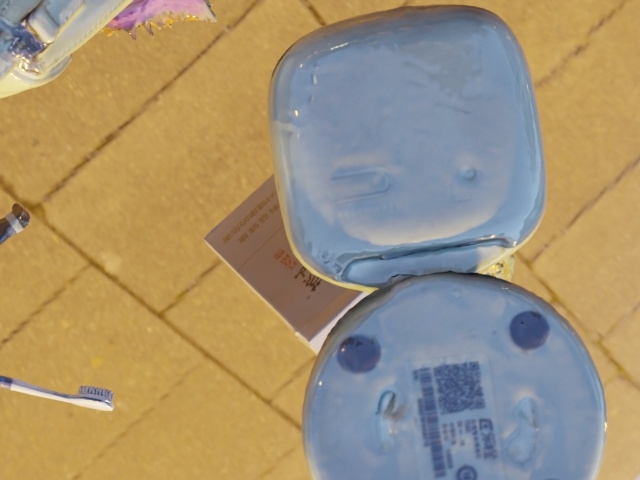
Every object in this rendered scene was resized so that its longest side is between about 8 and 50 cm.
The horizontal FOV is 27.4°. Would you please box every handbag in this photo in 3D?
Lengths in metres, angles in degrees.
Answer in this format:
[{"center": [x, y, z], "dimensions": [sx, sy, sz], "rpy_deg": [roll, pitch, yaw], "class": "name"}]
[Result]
[{"center": [-0.227, -0.110, 0.764], "dimensions": [0.079, 0.256, 0.219], "rpy_deg": [54, 49, -26], "class": "handbag"}]

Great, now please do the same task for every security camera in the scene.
[{"center": [0.057, 0.024, 0.702], "dimensions": [0.157, 0.080, 0.301], "rpy_deg": [-9, 84, -2], "class": "security camera"}]

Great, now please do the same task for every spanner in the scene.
[{"center": [-0.524, 0.060, 1.925], "dimensions": [0.024, 0.087, 0.315], "rpy_deg": [64, 36, -39], "class": "spanner"}]

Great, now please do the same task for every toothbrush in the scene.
[{"center": [-0.384, 0.163, 1.542], "dimensions": [0.288, 0.026, 0.024], "rpy_deg": [11, 135, -11], "class": "toothbrush"}]

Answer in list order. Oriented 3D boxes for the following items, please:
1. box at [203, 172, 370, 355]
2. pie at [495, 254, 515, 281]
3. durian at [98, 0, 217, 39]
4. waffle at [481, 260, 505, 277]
[{"center": [0.001, 0.001, 1.571], "dimensions": [0.204, 0.365, 0.051], "rpy_deg": [-43, 119, -5], "class": "box"}, {"center": [0.145, 0.059, 1.538], "dimensions": [0.187, 0.041, 0.186], "rpy_deg": [-22, 142, -18], "class": "pie"}, {"center": [-0.217, -0.366, 1.469], "dimensions": [0.191, 0.341, 0.112], "rpy_deg": [-21, 169, 29], "class": "durian"}, {"center": [0.109, 0.013, 1.030], "dimensions": [0.078, 0.016, 0.085], "rpy_deg": [-29, 126, 4], "class": "waffle"}]
